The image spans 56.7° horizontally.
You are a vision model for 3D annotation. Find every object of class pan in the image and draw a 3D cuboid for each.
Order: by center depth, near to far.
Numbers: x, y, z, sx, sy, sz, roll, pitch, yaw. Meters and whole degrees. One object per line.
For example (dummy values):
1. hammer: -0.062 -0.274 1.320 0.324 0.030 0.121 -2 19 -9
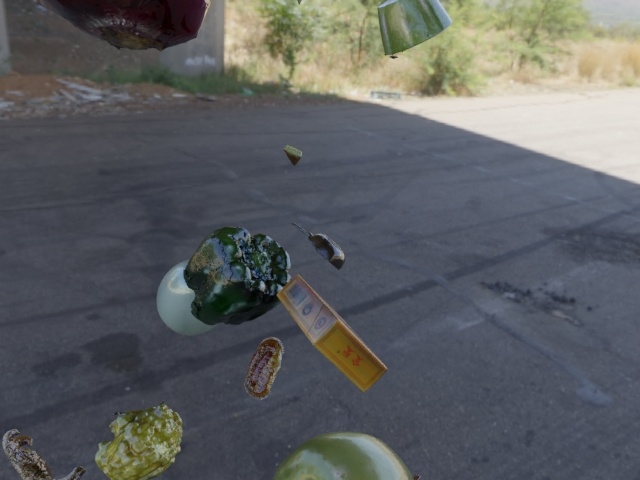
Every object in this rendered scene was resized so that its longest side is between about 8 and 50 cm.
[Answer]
1. pan: -0.002 0.000 1.720 0.202 0.048 0.128 43 4 3

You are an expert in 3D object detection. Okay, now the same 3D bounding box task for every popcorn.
1. popcorn: -0.441 0.493 1.447 0.189 0.170 0.218 -14 5 26

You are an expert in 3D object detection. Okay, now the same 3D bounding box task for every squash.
1. squash: 0.203 -0.498 1.340 0.170 0.123 0.170 -25 25 13

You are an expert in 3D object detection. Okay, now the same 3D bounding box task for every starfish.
1. starfish: -0.705 0.603 1.499 0.303 0.312 0.113 -11 12 41

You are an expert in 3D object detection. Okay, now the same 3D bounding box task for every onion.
1. onion: -0.395 -0.622 1.199 0.398 0.421 0.398 15 0 0

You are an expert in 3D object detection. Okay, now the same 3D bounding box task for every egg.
1. egg: -0.408 0.180 1.906 0.229 0.230 0.371 -3 -23 -18

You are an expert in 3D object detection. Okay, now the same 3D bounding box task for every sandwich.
1. sandwich: -0.078 -0.265 1.830 0.044 0.031 0.083 0 -26 22

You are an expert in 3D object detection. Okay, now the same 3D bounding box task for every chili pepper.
1. chili pepper: -0.222 0.102 1.543 0.248 0.256 0.233 24 43 -31

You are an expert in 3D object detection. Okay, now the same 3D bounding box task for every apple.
1. apple: 0.062 0.622 1.394 0.357 0.358 0.357 3 20 -1

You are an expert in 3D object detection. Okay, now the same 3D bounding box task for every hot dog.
1. hot dog: -0.168 0.384 1.794 0.099 0.192 0.053 16 -16 19

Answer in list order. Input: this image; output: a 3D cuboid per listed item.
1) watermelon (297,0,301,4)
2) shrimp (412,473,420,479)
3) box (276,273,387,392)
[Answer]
1. watermelon: -0.048 -0.486 0.978 0.063 0.119 0.245 3 -4 7
2. shrimp: 0.302 0.668 1.589 0.178 0.034 0.124 -14 24 -22
3. box: 0.018 0.195 1.296 0.076 0.174 0.274 -46 25 -2
